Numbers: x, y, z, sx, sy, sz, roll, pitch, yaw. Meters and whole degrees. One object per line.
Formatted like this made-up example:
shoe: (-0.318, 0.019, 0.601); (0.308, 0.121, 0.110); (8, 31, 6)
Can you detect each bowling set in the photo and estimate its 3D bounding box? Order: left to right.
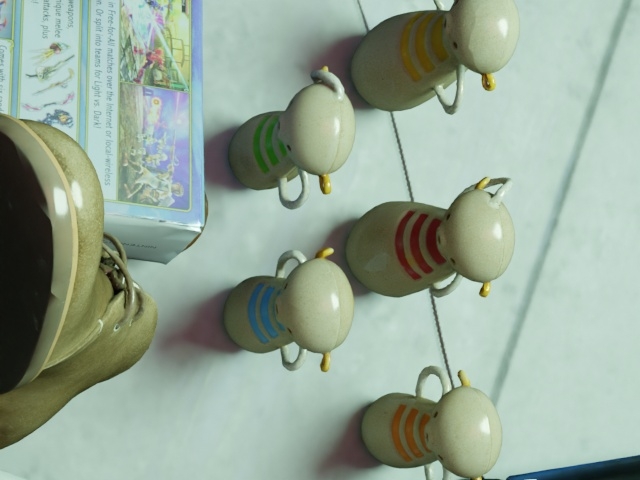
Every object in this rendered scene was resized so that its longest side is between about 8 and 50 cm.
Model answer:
bowling set: (0.000, 0.000, 0.899); (0.200, 0.154, 0.287); (-2, 86, -24)

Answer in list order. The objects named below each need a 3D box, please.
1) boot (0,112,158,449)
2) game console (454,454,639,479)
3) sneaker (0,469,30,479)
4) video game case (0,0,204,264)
boot: (-0.129, 0.017, 0.771); (0.115, 0.305, 0.112); (-21, 75, -25)
game console: (0.158, 0.281, 0.927); (0.173, 0.250, 0.293); (-3, 93, 3)
sneaker: (-0.151, 0.209, 0.857); (0.147, 0.104, 0.296); (-40, 135, 18)
video game case: (-0.183, -0.133, 0.847); (0.244, 0.061, 0.269); (8, 66, -22)
